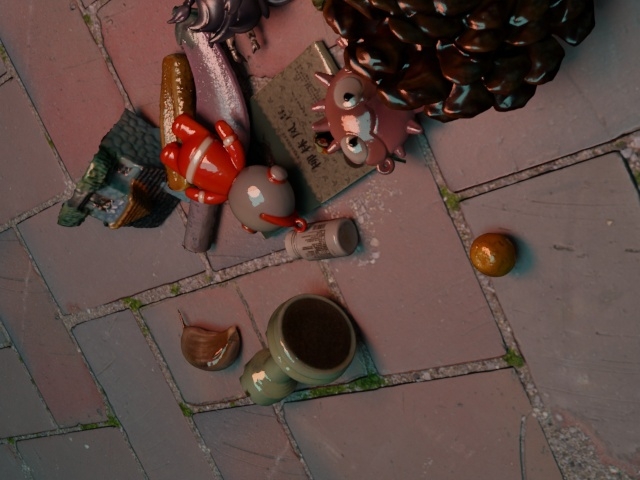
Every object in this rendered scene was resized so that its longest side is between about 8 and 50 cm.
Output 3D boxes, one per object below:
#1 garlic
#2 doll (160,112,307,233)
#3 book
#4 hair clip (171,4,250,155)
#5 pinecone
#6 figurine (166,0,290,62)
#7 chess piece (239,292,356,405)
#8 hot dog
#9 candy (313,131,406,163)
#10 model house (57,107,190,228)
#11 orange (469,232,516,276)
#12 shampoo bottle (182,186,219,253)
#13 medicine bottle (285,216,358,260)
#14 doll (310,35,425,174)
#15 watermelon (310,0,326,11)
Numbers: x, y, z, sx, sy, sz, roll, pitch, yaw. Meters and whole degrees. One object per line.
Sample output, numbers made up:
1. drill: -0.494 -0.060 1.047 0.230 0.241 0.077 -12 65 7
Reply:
1. garlic: -0.286 0.251 1.868 0.198 0.090 0.129 15 105 36
2. doll: -0.164 -0.120 1.522 0.336 0.105 0.200 34 124 6
3. book: -0.059 -0.187 1.521 0.379 0.031 0.264 -32 90 40
4. hair clip: -0.212 -0.294 1.528 0.095 0.110 0.359 -133 32 -71
5. pinecone: 0.193 -0.348 1.077 0.397 0.397 0.398 15 119 29
6. figurine: -0.179 -0.478 1.381 0.265 0.175 0.197 49 140 -3
7. chess piece: -0.068 0.260 1.657 0.195 0.194 0.299 48 139 6
8. hot dog: -0.297 -0.249 1.610 0.083 0.068 0.289 5 100 29
9. candy: 0.071 -0.169 1.395 0.184 0.049 0.056 18 103 18
10. model house: -0.429 -0.105 1.723 0.241 0.226 0.261 30 134 -18
11. orange: 0.307 0.025 1.343 0.083 0.070 0.083 28 129 41
12. shampoo bottle: -0.260 -0.073 1.694 0.072 0.072 0.214 30 125 20
13. medicine bottle: 0.000 0.000 1.538 0.140 0.079 0.079 -9 106 38
14. doll: 0.084 -0.243 1.342 0.211 0.093 0.262 -8 91 16
15. watermelon: -0.025 -0.489 1.293 0.303 0.159 0.128 55 162 19
